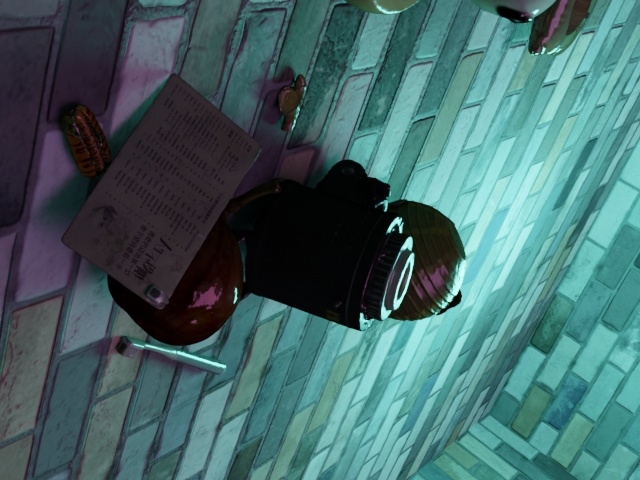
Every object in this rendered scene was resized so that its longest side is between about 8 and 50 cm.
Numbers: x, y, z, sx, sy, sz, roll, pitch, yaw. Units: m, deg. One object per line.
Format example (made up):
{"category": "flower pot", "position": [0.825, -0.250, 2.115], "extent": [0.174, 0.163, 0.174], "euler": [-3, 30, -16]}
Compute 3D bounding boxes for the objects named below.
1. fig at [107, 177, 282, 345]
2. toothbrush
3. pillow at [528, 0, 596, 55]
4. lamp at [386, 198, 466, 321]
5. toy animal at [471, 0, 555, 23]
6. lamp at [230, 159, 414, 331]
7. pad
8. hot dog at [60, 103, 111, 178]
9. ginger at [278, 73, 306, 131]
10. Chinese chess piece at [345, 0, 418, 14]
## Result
{"category": "fig", "position": [-0.181, 0.019, 1.324], "extent": [0.203, 0.186, 0.249], "euler": [89, 23, -66]}
{"category": "toothbrush", "position": [-0.243, 0.200, 1.603], "extent": [0.030, 0.025, 0.342], "euler": [-52, 156, 4]}
{"category": "pillow", "position": [0.524, -0.497, 2.011], "extent": [0.236, 0.084, 0.223], "euler": [-15, 134, -59]}
{"category": "lamp", "position": [0.151, 0.054, 1.888], "extent": [0.284, 0.250, 0.250], "euler": [-26, 161, 16]}
{"category": "toy animal", "position": [0.341, -0.495, 1.506], "extent": [0.310, 0.251, 0.251], "euler": [-55, 158, -28]}
{"category": "lamp", "position": [0.011, 0.034, 1.549], "extent": [0.374, 0.272, 0.205], "euler": [-41, 150, -27]}
{"category": "pad", "position": [-0.193, -0.063, 1.194], "extent": [0.159, 0.009, 0.265], "euler": [38, 70, -25]}
{"category": "hot dog", "position": [-0.278, -0.116, 1.127], "extent": [0.049, 0.037, 0.122], "euler": [-48, 157, -21]}
{"category": "ginger", "position": [-0.044, -0.205, 1.435], "extent": [0.048, 0.030, 0.097], "euler": [-24, 140, -50]}
{"category": "Chinese chess piece", "position": [0.109, -0.449, 1.313], "extent": [0.273, 0.102, 0.273], "euler": [-43, 154, -26]}
